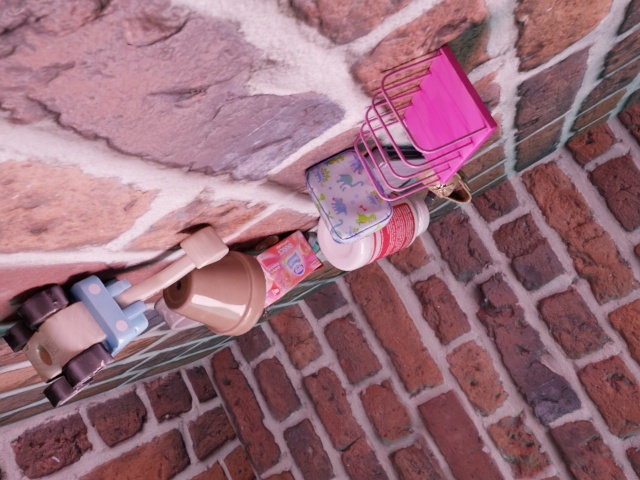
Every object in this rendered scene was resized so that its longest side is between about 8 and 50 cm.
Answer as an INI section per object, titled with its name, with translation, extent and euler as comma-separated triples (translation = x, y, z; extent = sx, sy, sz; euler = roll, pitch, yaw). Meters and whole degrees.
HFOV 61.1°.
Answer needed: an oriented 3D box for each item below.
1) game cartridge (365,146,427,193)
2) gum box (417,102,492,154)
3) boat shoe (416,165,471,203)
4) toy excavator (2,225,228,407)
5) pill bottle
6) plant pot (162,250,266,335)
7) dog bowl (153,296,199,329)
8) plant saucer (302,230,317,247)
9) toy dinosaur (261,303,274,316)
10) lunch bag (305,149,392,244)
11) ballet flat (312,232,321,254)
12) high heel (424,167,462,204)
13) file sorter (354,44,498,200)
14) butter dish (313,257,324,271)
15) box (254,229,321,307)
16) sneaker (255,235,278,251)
[game cartridge]
translation = 0.187, -0.204, 1.677
extent = 0.230, 0.068, 0.355
euler = -31, 170, 35
[gum box]
translation = 0.404, -0.337, 1.645
extent = 0.184, 0.041, 0.157
euler = -22, 167, -26
[boat shoe]
translation = 0.441, -0.216, 1.927
extent = 0.341, 0.110, 0.122
euler = 13, 138, -45
[toy excavator]
translation = -0.488, 0.152, 1.359
extent = 0.433, 0.222, 0.445
euler = -38, 179, 39
[pill bottle]
translation = 0.204, -0.052, 1.959
extent = 0.408, 0.229, 0.229
euler = -19, 165, -41
[plant pot]
translation = -0.328, 0.143, 1.599
extent = 0.263, 0.263, 0.229
euler = -35, 149, 29
[dog bowl]
translation = -0.417, 0.212, 1.966
extent = 0.349, 0.102, 0.349
euler = -27, 170, -5
[plant saucer]
translation = -0.063, 0.010, 1.983
extent = 0.119, 0.021, 0.119
euler = -36, -150, 26
[toy dinosaur]
translation = -0.247, 0.224, 2.372
extent = 0.313, 0.121, 0.160
euler = -37, 143, -37
[lunch bag]
translation = 0.075, -0.111, 1.392
extent = 0.176, 0.219, 0.090
euler = -28, 170, -6
[ballet flat]
translation = 0.000, 0.000, 2.165
extent = 0.213, 0.072, 0.068
euler = -38, -167, 43
[high heel]
translation = 0.502, -0.278, 2.157
extent = 0.186, 0.093, 0.261
euler = -54, 176, -48
[file sorter]
translation = 0.207, -0.236, 1.200
extent = 0.182, 0.202, 0.290
euler = -24, 169, -13
[butter dish]
translation = -0.091, 0.062, 2.075
extent = 0.160, 0.118, 0.160
euler = -22, -150, -14
[box]
translation = -0.142, 0.097, 1.821
extent = 0.142, 0.154, 0.300
euler = -33, -179, 30
[sneaker]
translation = -0.181, 0.007, 1.818
extent = 0.083, 0.032, 0.037
euler = -27, -172, -7
